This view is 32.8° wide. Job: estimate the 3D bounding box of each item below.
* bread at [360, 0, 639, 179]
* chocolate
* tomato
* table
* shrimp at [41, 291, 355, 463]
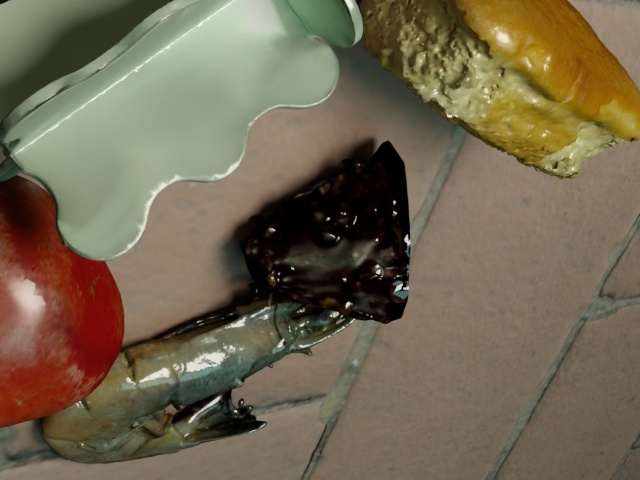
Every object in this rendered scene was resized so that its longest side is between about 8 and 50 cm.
[{"bbox_3d":[0.138,-0.143,0.823,0.245,0.174,0.121,25,112,-45],"label":"bread"},{"bbox_3d":[0.000,0.000,0.897,0.133,0.156,0.156,-2,134,-7],"label":"chocolate"},{"bbox_3d":[-0.218,0.051,0.696,0.187,0.151,0.187,-28,147,-20],"label":"tomato"},{"bbox_3d":[-0.102,-0.102,0.613,0.198,0.166,0.166,-40,145,-18],"label":"table"},{"bbox_3d":[-0.101,0.134,0.963,0.289,0.075,0.178,-26,149,-25],"label":"shrimp"}]
